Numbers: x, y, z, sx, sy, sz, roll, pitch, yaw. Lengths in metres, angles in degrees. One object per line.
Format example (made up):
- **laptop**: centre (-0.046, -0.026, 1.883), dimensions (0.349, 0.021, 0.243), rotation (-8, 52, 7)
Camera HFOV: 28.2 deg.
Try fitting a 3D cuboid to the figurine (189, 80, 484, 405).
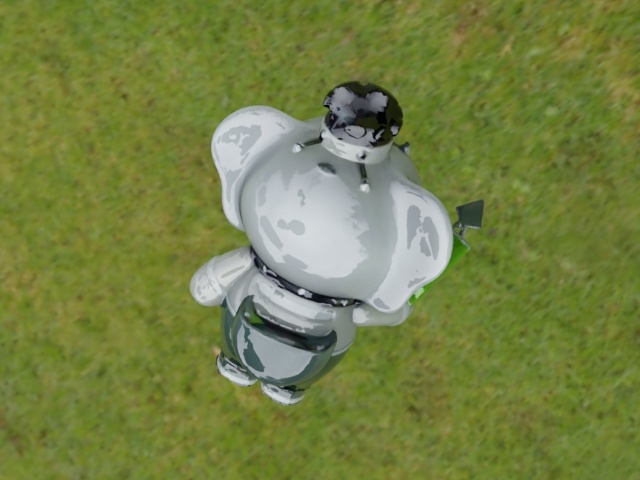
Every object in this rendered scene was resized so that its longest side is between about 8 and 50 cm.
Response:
- **figurine**: centre (0.000, 0.000, 0.691), dimensions (0.147, 0.126, 0.192), rotation (27, 124, 7)
